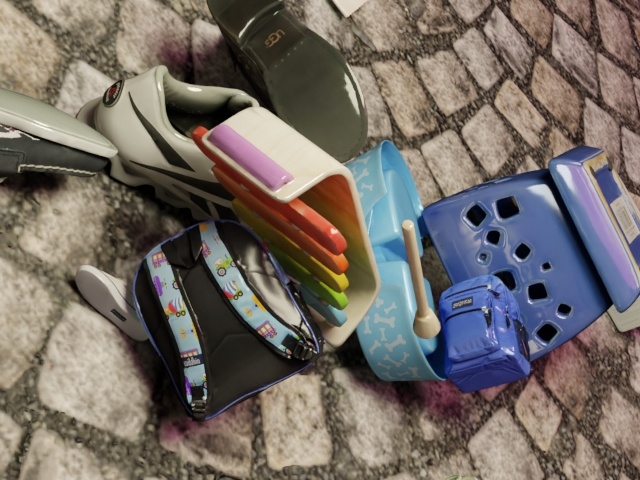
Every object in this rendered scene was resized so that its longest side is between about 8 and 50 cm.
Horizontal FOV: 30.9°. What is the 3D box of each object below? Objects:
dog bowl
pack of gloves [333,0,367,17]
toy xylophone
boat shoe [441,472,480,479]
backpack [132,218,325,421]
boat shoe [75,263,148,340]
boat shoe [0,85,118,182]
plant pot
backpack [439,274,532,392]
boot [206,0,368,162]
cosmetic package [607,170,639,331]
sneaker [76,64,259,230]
[{"bbox_3d":[0.081,0.029,1.372,0.166,0.074,0.297,36,42,-62],"label":"dog bowl"},{"bbox_3d":[0.005,-0.441,1.636,0.232,0.046,0.195,49,54,-9],"label":"pack of gloves"},{"bbox_3d":[0.000,0.000,1.152,0.081,0.236,0.322,-44,142,-15],"label":"toy xylophone"},{"bbox_3d":[0.077,0.313,1.223,0.302,0.109,0.094,-26,86,-46],"label":"boat shoe"},{"bbox_3d":[-0.095,0.070,1.144,0.173,0.158,0.117,61,7,3],"label":"backpack"},{"bbox_3d":[-0.200,0.055,1.144,0.100,0.035,0.035,45,37,-21],"label":"boat shoe"},{"bbox_3d":[-0.331,-0.100,1.062,0.303,0.091,0.114,17,13,-37],"label":"boat shoe"},{"bbox_3d":[0.295,0.010,1.486,0.236,0.212,0.236,64,25,2],"label":"plant pot"},{"bbox_3d":[0.188,0.099,1.347,0.101,0.098,0.120,54,28,-47],"label":"backpack"},{"bbox_3d":[-0.033,-0.177,1.308,0.263,0.091,0.229,55,-4,10],"label":"boot"},{"bbox_3d":[0.455,0.011,1.787,0.117,0.085,0.231,-31,90,-49],"label":"cosmetic package"},{"bbox_3d":[-0.086,-0.084,1.255,0.331,0.146,0.122,24,51,-36],"label":"sneaker"}]
